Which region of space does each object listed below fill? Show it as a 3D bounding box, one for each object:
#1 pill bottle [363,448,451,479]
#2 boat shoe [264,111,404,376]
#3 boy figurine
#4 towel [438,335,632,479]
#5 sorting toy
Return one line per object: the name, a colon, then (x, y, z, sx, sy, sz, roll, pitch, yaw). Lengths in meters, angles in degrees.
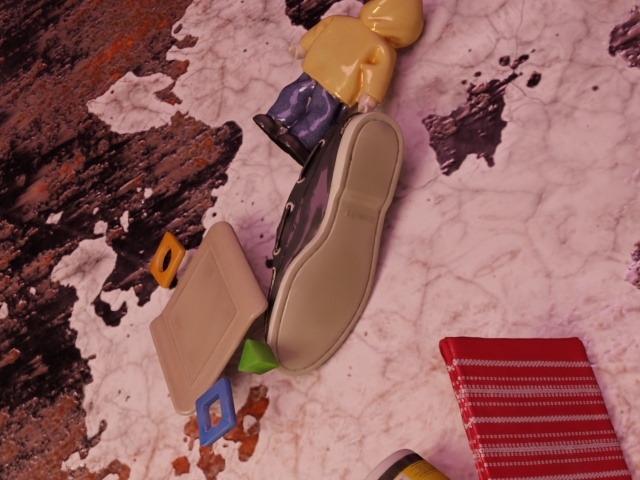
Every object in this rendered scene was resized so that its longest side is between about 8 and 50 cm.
pill bottle: (0.135, 0.321, 0.874, 0.208, 0.119, 0.119, 34, 85, 31)
boat shoe: (-0.003, -0.002, 1.078, 0.113, 0.127, 0.340, 17, 91, 55)
boy figurine: (0.030, -0.241, 1.176, 0.177, 0.092, 0.285, 38, 86, 32)
towel: (0.229, 0.221, 0.855, 0.031, 0.198, 0.275, -47, 47, 49)
sorting toy: (-0.141, 0.099, 1.102, 0.196, 0.047, 0.348, -54, 41, 22)
